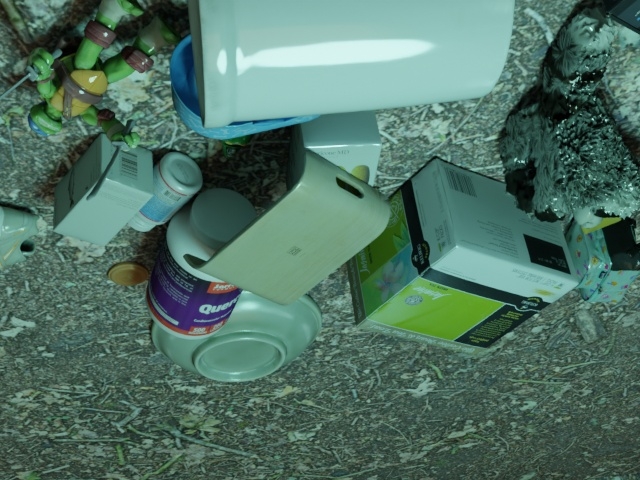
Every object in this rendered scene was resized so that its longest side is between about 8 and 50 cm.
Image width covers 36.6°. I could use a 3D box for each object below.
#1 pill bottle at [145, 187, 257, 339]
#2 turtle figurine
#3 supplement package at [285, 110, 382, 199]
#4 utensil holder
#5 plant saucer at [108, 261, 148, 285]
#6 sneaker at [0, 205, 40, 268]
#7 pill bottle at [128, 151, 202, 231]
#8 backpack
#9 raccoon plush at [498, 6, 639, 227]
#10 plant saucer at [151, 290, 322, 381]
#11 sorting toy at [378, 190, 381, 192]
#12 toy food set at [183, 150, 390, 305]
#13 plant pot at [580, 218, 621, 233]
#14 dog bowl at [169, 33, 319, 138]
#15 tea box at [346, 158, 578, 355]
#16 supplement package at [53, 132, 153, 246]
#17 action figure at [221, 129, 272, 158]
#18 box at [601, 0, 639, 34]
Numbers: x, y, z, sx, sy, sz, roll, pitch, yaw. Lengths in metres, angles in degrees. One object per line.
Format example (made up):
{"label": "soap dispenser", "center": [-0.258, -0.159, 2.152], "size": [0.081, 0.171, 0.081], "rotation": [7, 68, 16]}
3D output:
{"label": "pill bottle", "center": [-0.225, 0.045, 1.879], "size": [0.181, 0.181, 0.323], "rotation": [5, 144, -20]}
{"label": "turtle figurine", "center": [-0.327, -0.222, 1.422], "size": [0.198, 0.275, 0.266], "rotation": [41, 103, -12]}
{"label": "supplement package", "center": [0.017, -0.138, 1.708], "size": [0.139, 0.134, 0.244], "rotation": [-4, 146, -8]}
{"label": "utensil holder", "center": [0.022, -0.323, 1.277], "size": [0.385, 0.327, 0.327], "rotation": [-5, 146, -9]}
{"label": "plant saucer", "center": [-0.402, 0.072, 2.030], "size": [0.083, 0.013, 0.083], "rotation": [-5, 145, -4]}
{"label": "sneaker", "center": [-0.614, 0.029, 1.850], "size": [0.121, 0.099, 0.262], "rotation": [9, 143, -32]}
{"label": "pill bottle", "center": [-0.290, -0.084, 1.760], "size": [0.087, 0.087, 0.160], "rotation": [20, 137, -35]}
{"label": "backpack", "center": [0.598, 0.043, 2.076], "size": [0.144, 0.166, 0.188], "rotation": [-6, 143, -2]}
{"label": "raccoon plush", "center": [0.523, -0.186, 1.708], "size": [0.299, 0.216, 0.446], "rotation": [-5, 146, -20]}
{"label": "plant saucer", "center": [-0.189, 0.237, 2.244], "size": [0.400, 0.100, 0.400], "rotation": [-7, 146, -4]}
{"label": "sorting toy", "center": [0.090, -0.072, 1.908], "size": [0.075, 0.045, 0.083], "rotation": [-21, 144, 5]}
{"label": "toy food set", "center": [-0.057, -0.016, 1.683], "size": [0.306, 0.092, 0.220], "rotation": [-40, 137, 24]}
{"label": "plant pot", "center": [0.551, -0.079, 1.969], "size": [0.081, 0.081, 0.083], "rotation": [-24, 131, 21]}
{"label": "dog bowl", "center": [-0.092, -0.244, 1.477], "size": [0.297, 0.166, 0.074], "rotation": [-16, 164, -25]}
{"label": "tea box", "center": [0.274, 0.046, 1.960], "size": [0.329, 0.220, 0.323], "rotation": [17, 138, -32]}
{"label": "supplement package", "center": [-0.387, -0.087, 1.719], "size": [0.105, 0.105, 0.179], "rotation": [19, 136, -35]}
{"label": "action figure", "center": [-0.118, -0.214, 1.638], "size": [0.137, 0.063, 0.232], "rotation": [5, 147, -25]}
{"label": "box", "center": [0.639, -0.413, 1.506], "size": [0.293, 0.073, 0.295], "rotation": [18, 138, -32]}
